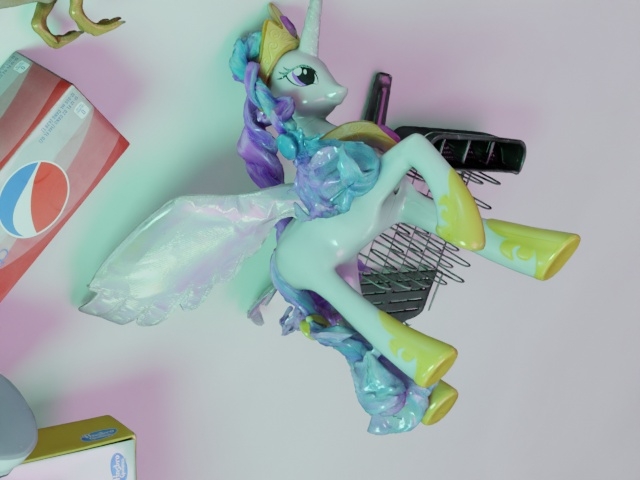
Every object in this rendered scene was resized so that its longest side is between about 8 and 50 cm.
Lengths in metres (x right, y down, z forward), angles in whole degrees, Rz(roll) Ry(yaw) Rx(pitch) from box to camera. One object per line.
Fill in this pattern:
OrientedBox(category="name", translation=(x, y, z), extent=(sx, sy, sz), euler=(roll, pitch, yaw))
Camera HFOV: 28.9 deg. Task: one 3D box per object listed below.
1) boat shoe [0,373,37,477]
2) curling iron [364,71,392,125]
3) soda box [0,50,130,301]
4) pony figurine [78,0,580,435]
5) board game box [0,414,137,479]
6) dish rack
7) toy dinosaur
OrientedBox(category="boat shoe", translation=(-0.377, 0.144, 0.842), extent=(0.156, 0.136, 0.367), euler=(-43, 152, 19))
OrientedBox(category="curling iron", translation=(0.035, -0.049, 1.351), extent=(0.068, 0.035, 0.274), euler=(-2, 117, -49))
OrientedBox(category="soda box", translation=(-0.275, -0.013, 0.970), extent=(0.263, 0.083, 0.092), euler=(-53, 144, -9))
OrientedBox(category="pony figurine", translation=(0.000, 0.000, 1.140), extent=(0.303, 0.363, 0.351), euler=(-5, 134, -56))
OrientedBox(category="board game box", translation=(-0.310, 0.297, 1.056), extent=(0.316, 0.064, 0.242), euler=(-7, 105, -32))
OrientedBox(category="dish rack", translation=(0.120, -0.007, 1.451), extent=(0.208, 0.074, 0.272), euler=(-1, 116, -49))
OrientedBox(category="toy dinosaur", translation=(-0.213, -0.199, 0.947), extent=(0.211, 0.064, 0.112), euler=(-45, 124, -34))
